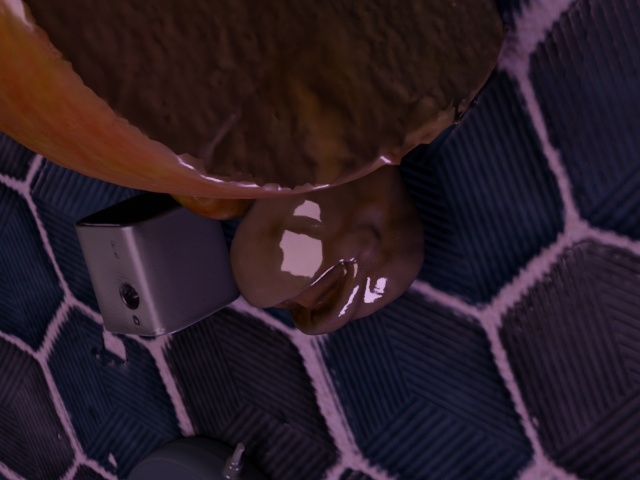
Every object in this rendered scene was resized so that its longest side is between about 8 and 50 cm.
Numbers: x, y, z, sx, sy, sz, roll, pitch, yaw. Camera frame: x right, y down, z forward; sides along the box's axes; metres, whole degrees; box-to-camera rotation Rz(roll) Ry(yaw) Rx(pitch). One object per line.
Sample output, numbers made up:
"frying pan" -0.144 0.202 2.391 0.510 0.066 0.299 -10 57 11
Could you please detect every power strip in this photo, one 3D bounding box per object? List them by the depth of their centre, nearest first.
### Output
"power strip" -0.091 0.219 1.084 0.137 0.044 0.216 54 139 10

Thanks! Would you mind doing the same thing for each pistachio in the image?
"pistachio" 0.000 0.000 0.835 0.149 0.113 0.113 -20 96 56

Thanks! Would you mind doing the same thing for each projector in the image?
"projector" -0.114 0.013 0.968 0.083 0.083 0.082 1 111 46

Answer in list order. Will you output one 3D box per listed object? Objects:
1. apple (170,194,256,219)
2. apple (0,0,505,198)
"apple" -0.066 -0.057 0.889 0.089 0.074 0.090 24 128 34
"apple" -0.086 -0.151 0.685 0.314 0.309 0.252 38 134 28
